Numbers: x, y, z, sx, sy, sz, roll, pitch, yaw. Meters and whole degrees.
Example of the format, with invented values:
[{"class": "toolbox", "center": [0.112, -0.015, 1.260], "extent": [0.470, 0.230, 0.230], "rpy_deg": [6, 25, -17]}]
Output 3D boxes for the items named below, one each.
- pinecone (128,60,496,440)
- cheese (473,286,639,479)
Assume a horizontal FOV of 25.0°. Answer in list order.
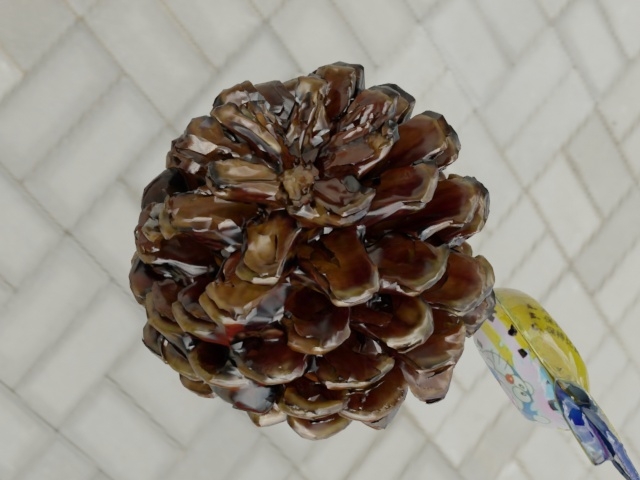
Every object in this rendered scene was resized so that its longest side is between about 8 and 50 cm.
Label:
[{"class": "pinecone", "center": [0.000, 0.000, 0.820], "extent": [0.221, 0.221, 0.221], "rpy_deg": [-16, 117, -35]}, {"class": "cheese", "center": [0.183, 0.112, 1.144], "extent": [0.064, 0.250, 0.156], "rpy_deg": [-36, 119, -1]}]
